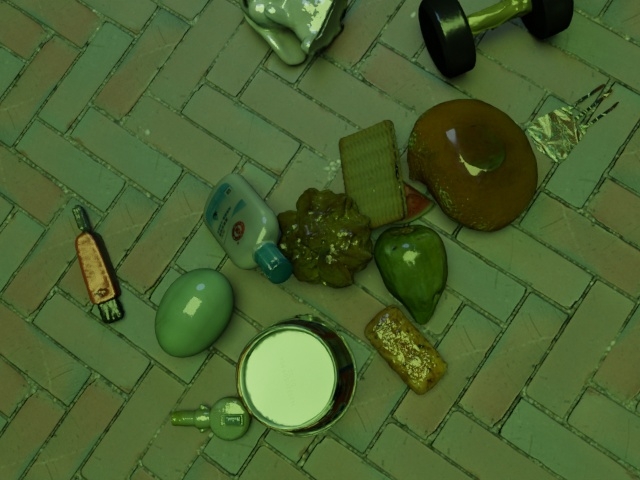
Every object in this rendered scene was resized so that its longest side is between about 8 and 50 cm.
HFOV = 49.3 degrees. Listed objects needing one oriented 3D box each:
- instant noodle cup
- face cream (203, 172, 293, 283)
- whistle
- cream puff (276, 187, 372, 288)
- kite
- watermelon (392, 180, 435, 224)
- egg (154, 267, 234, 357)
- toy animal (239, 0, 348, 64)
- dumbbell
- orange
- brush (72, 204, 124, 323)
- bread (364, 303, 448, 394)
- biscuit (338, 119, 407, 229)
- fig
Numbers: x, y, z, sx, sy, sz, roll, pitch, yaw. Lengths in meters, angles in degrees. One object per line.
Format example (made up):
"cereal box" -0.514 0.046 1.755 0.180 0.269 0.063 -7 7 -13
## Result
"instant noodle cup" -0.061 0.313 1.597 0.296 0.214 0.296 -1 81 6
"face cream" -0.169 -0.018 1.647 0.163 0.080 0.337 -57 46 17
"whistle" -0.264 0.429 1.681 0.198 0.057 0.104 -1 86 6
"cream puff" 0.004 -0.003 1.660 0.244 0.196 0.244 -19 53 27
"kite" 0.629 -0.292 1.719 0.229 0.016 0.127 -34 82 3
"watermelon" 0.214 -0.104 1.695 0.135 0.094 0.125 4 75 -4
"egg" -0.303 0.173 1.671 0.168 0.168 0.231 33 92 10
"toy animal" -0.061 -0.601 1.770 0.249 0.174 0.289 -44 80 10
"dumbbell" 0.418 -0.544 1.685 0.322 0.204 0.204 -22 79 3
"orange" 0.371 -0.195 1.651 0.262 0.196 0.335 -24 73 -20
"brush" -0.577 0.057 1.780 0.070 0.051 0.323 -24 79 5
"bread" 0.201 0.256 1.645 0.114 0.083 0.211 -42 80 -6
"biscuit" 0.128 -0.152 1.703 0.172 0.029 0.255 -16 76 40
"fig" 0.220 0.071 1.631 0.167 0.167 0.234 -16 73 4
